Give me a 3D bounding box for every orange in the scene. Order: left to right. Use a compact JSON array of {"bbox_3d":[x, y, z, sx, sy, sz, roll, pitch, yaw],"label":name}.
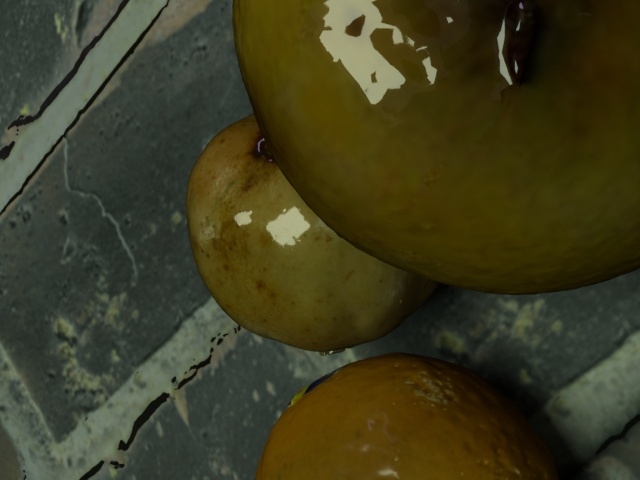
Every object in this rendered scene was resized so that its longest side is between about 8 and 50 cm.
[{"bbox_3d":[0.057,0.185,1.192,0.219,0.193,0.219,10,112,25],"label":"orange"}]

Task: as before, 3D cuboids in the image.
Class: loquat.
[{"bbox_3d":[0.110,-0.127,1.046,0.328,0.359,0.328,0,84,-2],"label":"loquat"}]

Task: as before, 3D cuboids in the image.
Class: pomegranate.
[{"bbox_3d":[0.000,0.000,1.222,0.196,0.196,0.196,5,98,40],"label":"pomegranate"}]

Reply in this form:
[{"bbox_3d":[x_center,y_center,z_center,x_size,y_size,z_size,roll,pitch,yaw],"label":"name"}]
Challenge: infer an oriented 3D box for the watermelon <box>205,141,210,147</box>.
[{"bbox_3d":[-0.047,-0.058,1.328,0.084,0.092,0.072,-61,19,18],"label":"watermelon"}]
